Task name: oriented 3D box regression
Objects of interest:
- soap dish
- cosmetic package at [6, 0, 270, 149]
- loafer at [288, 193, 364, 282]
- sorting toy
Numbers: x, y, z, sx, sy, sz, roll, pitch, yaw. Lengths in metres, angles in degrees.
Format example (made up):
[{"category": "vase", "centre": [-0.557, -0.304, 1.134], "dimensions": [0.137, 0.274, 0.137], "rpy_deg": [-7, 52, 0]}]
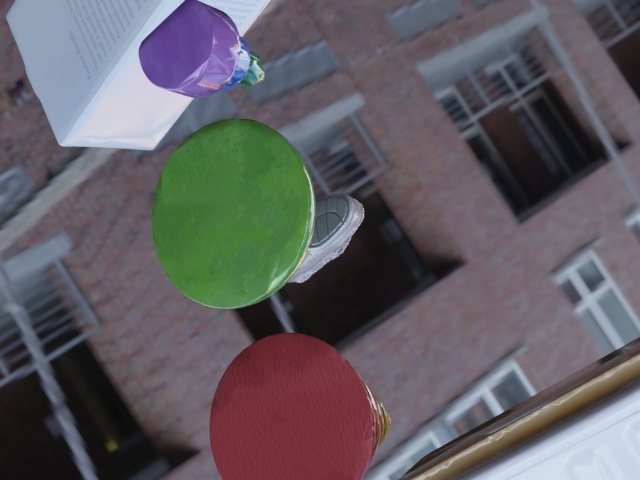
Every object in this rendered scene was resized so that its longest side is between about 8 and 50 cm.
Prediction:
[{"category": "soap dish", "centre": [0.232, 0.211, 1.074], "dimensions": [0.291, 0.229, 0.118], "rpy_deg": [-31, -166, 12]}, {"category": "cosmetic package", "centre": [-0.199, -0.340, 1.679], "dimensions": [0.161, 0.230, 0.453], "rpy_deg": [0, 145, -44]}, {"category": "loafer", "centre": [0.000, 0.000, 1.101], "dimensions": [0.039, 0.045, 0.125], "rpy_deg": [18, 144, -32]}, {"category": "sorting toy", "centre": [-0.025, 0.009, 0.930], "dimensions": [0.127, 0.365, 0.126], "rpy_deg": [-25, 162, 27]}]
